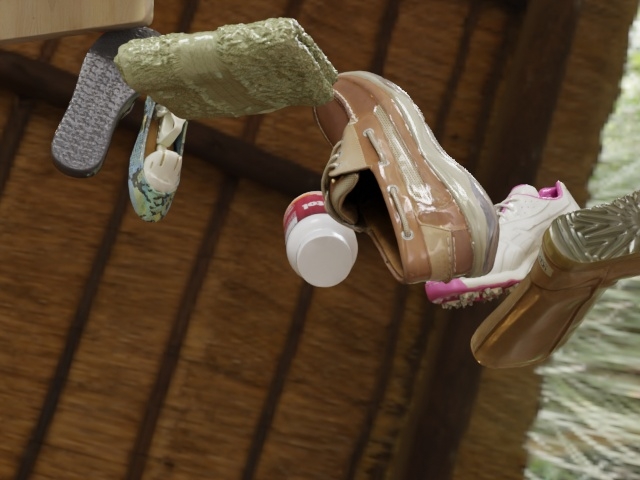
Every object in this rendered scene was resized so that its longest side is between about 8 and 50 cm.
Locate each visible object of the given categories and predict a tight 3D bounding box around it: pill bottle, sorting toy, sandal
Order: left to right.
[{"bbox_3d":[-0.337,-0.407,1.539,0.089,0.255,0.257,19,-110,-68],"label":"sorting toy"},{"bbox_3d":[-0.298,-0.195,1.496,0.255,0.097,0.054,-64,1,-25],"label":"sandal"},{"bbox_3d":[0.000,0.000,1.314,0.152,0.086,0.086,-104,9,-70],"label":"pill bottle"}]

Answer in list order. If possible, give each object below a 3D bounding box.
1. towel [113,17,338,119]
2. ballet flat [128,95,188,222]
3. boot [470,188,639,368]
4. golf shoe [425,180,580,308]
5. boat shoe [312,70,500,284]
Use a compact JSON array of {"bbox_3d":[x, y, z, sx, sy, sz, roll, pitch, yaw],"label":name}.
[{"bbox_3d":[-0.049,-0.095,0.635,0.148,0.110,0.027,31,-128,-80],"label":"towel"},{"bbox_3d":[-0.197,-0.118,1.357,0.070,0.070,0.188,32,-124,-58],"label":"ballet flat"},{"bbox_3d":[0.315,0.049,1.256,0.269,0.236,0.089,106,155,-57],"label":"boot"},{"bbox_3d":[0.248,0.005,1.465,0.306,0.115,0.140,-14,-97,-37],"label":"golf shoe"},{"bbox_3d":[0.057,-0.071,1.121,0.116,0.324,0.123,-19,-49,-17],"label":"boat shoe"}]
